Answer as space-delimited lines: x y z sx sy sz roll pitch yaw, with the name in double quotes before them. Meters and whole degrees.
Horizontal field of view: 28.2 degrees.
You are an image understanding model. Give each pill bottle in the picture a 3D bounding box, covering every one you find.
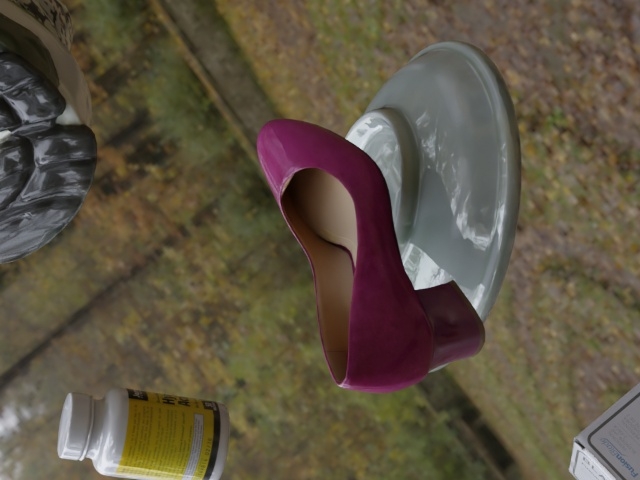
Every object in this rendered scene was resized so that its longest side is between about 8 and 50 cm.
"pill bottle" -0.129 0.142 0.932 0.116 0.065 0.065 10 -169 -19

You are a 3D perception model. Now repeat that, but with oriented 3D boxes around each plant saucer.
"plant saucer" 0.093 -0.044 1.517 0.100 0.400 0.400 7 -164 -22

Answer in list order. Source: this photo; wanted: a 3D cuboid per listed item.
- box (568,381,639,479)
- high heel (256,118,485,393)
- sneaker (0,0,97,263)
"box" 0.365 0.147 1.045 0.169 0.290 0.087 46 166 24
"high heel" 0.000 0.000 1.325 0.377 0.181 0.127 46 130 33
"sneaker" -0.283 -0.146 0.586 0.410 0.158 0.182 33 -154 -19
